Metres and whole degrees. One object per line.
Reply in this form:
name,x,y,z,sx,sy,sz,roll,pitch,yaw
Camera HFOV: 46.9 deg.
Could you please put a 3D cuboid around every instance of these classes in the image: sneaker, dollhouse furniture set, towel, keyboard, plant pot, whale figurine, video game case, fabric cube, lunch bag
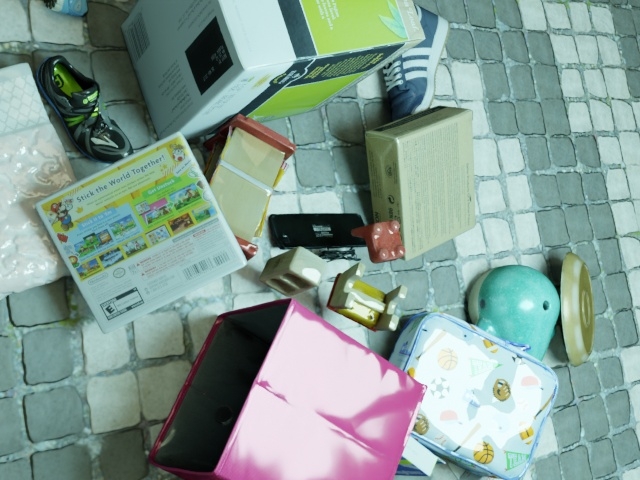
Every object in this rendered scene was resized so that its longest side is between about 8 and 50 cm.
sneaker,-0.350,-0.192,1.098,0.067,0.078,0.188,-42,103,-30
dollhouse furniture set,-0.036,-0.013,1.190,0.374,0.152,0.201,28,67,-19
towel,-0.498,-0.064,1.000,0.331,0.053,0.317,-21,91,-31
sneaker,-0.380,-0.421,1.150,0.073,0.063,0.162,18,75,-45
keyboard,0.000,0.000,1.301,0.192,0.038,0.100,-1,57,-29
plant pot,0.530,0.140,1.510,0.236,0.032,0.237,17,71,-60
sneaker,0.145,-0.340,1.412,0.153,0.099,0.282,26,66,-23
whale figurine,0.389,0.180,1.422,0.216,0.141,0.272,1,80,-31
video game case,-0.247,-0.009,1.025,0.226,0.026,0.206,-26,96,3
fabric cube,-0.050,0.266,1.080,0.258,0.254,0.259,35,64,-22
lunch bag,0.262,0.269,1.304,0.303,0.115,0.243,28,74,-8

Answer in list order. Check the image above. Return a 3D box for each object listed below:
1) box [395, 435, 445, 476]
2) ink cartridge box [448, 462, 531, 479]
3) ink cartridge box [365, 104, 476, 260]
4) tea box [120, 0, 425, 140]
box,0.111,0.343,1.242,0.178,0.109,0.042,41,59,-17
ink cartridge box,0.329,0.454,1.377,0.104,0.060,0.180,-39,100,-30
ink cartridge box,0.187,-0.108,1.342,0.193,0.088,0.235,-24,119,-33
tea box,-0.083,-0.322,1.136,0.323,0.329,0.220,-18,89,-33
